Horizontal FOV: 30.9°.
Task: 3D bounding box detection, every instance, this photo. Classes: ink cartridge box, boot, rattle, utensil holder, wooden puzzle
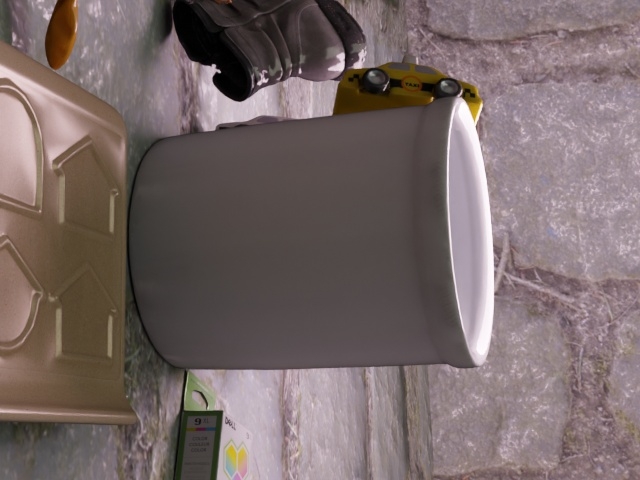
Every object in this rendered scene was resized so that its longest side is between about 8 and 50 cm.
[{"bbox_3d":[-0.135,0.279,1.483,0.109,0.062,0.209,54,35,-59],"label":"ink cartridge box"},{"bbox_3d":[-0.108,-0.327,1.575,0.223,0.338,0.118,-13,137,-34],"label":"boot"},{"bbox_3d":[-0.296,-0.274,1.086,0.130,0.142,0.200,45,11,32],"label":"rattle"},{"bbox_3d":[0.000,0.000,1.440,0.327,0.386,0.327,-3,90,-74],"label":"utensil holder"},{"bbox_3d":[-0.274,-0.003,1.068,0.322,0.081,0.347,30,52,-71],"label":"wooden puzzle"}]

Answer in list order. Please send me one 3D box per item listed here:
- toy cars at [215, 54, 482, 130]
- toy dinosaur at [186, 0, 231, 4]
[{"bbox_3d":[0.026,-0.161,1.555,0.176,0.394,0.087,42,40,-41],"label":"toy cars"},{"bbox_3d":[-0.148,-0.425,1.332,0.164,0.218,0.322,59,32,-56],"label":"toy dinosaur"}]
